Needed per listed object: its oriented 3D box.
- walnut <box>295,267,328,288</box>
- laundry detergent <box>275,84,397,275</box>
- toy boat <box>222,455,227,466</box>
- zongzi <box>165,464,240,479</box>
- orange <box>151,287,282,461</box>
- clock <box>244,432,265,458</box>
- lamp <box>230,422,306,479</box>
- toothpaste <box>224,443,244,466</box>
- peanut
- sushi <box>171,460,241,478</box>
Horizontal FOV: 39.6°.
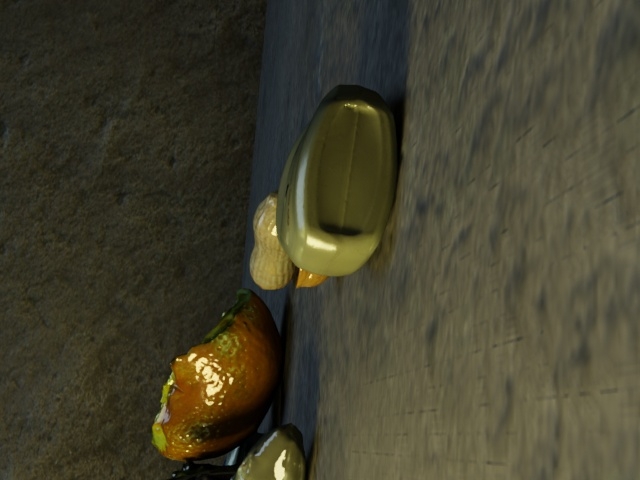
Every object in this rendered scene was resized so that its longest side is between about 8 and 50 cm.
[{"bbox_3d":[0.000,0.000,1.059,0.091,0.052,0.121,143,134,-82],"label":"walnut"},{"bbox_3d":[0.008,-0.055,0.891,0.253,0.091,0.181,164,113,-82],"label":"laundry detergent"},{"bbox_3d":[-0.193,0.550,2.026,0.129,0.088,0.295,144,142,-81],"label":"toy boat"},{"bbox_3d":[-0.146,0.399,1.307,0.204,0.204,0.094,-164,69,-79],"label":"zongzi"},{"bbox_3d":[-0.173,0.247,1.602,0.262,0.196,0.335,-91,20,-75],"label":"orange"},{"bbox_3d":[-0.142,0.498,1.786,0.226,0.048,0.226,-173,90,-82],"label":"clock"},{"bbox_3d":[-0.068,0.328,1.152,0.101,0.101,0.250,-94,19,-52],"label":"lamp"},{"bbox_3d":[-0.179,0.494,1.713,0.069,0.047,0.269,24,-106,-79],"label":"toothpaste"},{"bbox_3d":[-0.076,0.002,1.511,0.087,0.087,0.207,-93,11,-48],"label":"peanut"},{"bbox_3d":[-0.175,0.549,1.496,0.294,0.178,0.352,117,157,-66],"label":"sushi"}]
